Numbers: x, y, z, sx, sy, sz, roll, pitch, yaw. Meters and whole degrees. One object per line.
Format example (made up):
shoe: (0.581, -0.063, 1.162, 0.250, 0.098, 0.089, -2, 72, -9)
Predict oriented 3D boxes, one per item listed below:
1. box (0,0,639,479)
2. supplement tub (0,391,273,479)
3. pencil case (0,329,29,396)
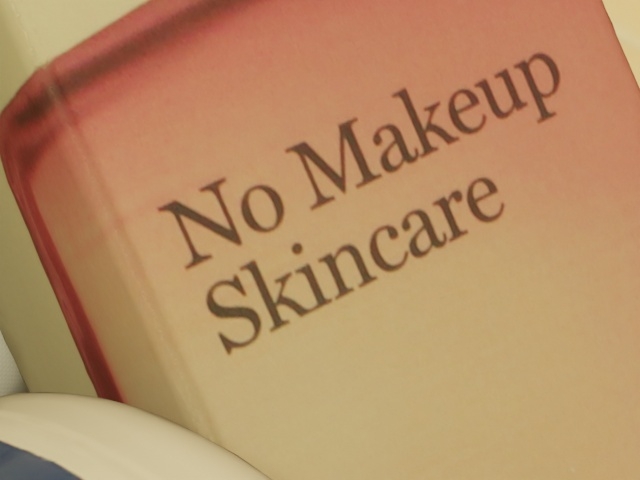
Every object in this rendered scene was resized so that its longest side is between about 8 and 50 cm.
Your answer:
box: (0.000, 0.000, 0.513, 0.148, 0.127, 0.232, -27, 97, -23)
supplement tub: (-0.121, 0.198, 0.368, 0.235, 0.235, 0.325, 41, 50, 22)
pencil case: (-0.161, 0.045, 0.569, 0.124, 0.113, 0.273, 38, 69, 5)
